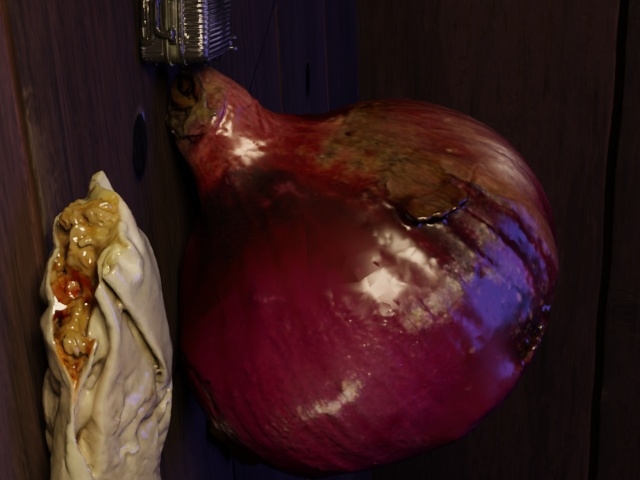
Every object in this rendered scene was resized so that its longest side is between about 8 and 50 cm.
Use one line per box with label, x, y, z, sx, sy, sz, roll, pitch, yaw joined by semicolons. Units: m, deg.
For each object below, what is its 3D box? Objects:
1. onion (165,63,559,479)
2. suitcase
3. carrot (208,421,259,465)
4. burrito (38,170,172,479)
onion;0.000;0.000;1.426;0.385;0.348;0.347;47;25;-20
suitcase;-0.102;-0.180;1.320;0.126;0.059;0.086;-61;151;-77
carrot;-0.083;0.196;1.696;0.170;0.042;0.042;58;33;-74
burrito;-0.129;0.155;1.048;0.117;0.076;0.392;-80;171;-64
